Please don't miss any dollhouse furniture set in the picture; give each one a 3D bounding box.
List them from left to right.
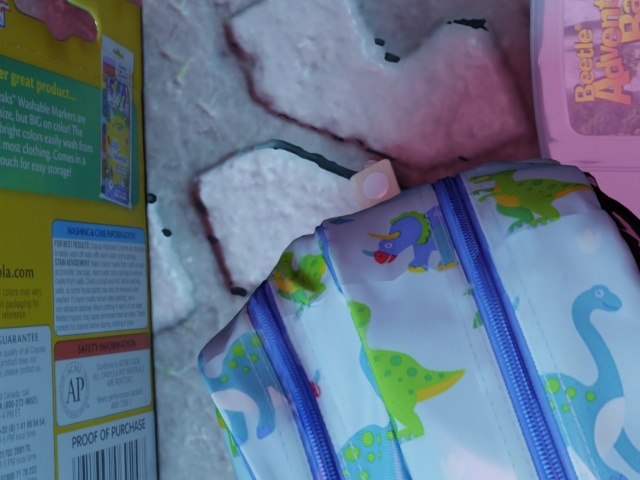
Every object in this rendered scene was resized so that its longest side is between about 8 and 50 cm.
[{"bbox_3d":[0.000,0.000,0.615,0.114,0.091,0.081,-27,65,18],"label":"dollhouse furniture set"}]

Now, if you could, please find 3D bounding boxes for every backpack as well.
[{"bbox_3d":[0.097,0.141,0.457,0.273,0.290,0.355,-6,89,13],"label":"backpack"}]

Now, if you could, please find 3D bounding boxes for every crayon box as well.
[{"bbox_3d":[-0.174,0.010,0.599,0.083,0.203,0.323,-3,87,18],"label":"crayon box"}]

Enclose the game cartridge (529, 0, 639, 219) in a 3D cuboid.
[{"bbox_3d":[0.209,-0.119,0.560,0.196,0.060,0.294,1,89,22],"label":"game cartridge"}]
